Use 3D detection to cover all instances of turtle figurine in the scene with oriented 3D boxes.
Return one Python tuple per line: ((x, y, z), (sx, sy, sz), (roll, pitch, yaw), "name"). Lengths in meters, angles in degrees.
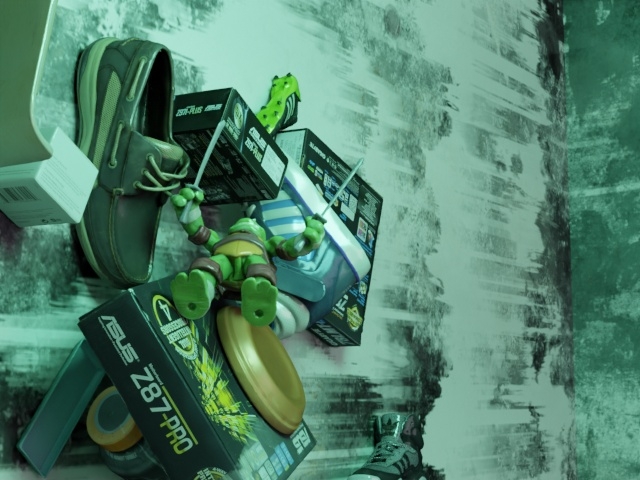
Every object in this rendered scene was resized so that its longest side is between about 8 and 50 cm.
((-0.104, -0.017, 1.871), (0.198, 0.275, 0.266), (36, 25, -13), "turtle figurine")

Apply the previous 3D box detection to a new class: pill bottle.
((-0.220, 0.287, 1.935), (0.246, 0.130, 0.130), (46, 48, -48), "pill bottle")

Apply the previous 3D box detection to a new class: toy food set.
((-0.375, -0.227, 1.644), (0.092, 0.219, 0.306), (35, 56, -53), "toy food set")

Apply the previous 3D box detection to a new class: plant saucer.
((-0.343, 0.219, 1.843), (0.067, 0.018, 0.192), (62, 38, -35), "plant saucer")
((-0.076, 0.174, 1.941), (0.200, 0.037, 0.200), (57, 10, -15), "plant saucer")

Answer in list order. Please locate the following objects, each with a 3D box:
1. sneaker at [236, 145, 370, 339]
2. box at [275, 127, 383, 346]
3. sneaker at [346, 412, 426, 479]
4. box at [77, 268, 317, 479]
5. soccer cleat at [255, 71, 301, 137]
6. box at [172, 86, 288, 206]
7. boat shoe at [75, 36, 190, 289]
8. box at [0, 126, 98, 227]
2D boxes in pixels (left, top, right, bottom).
((-0.103, 0.002, 2.186), (0.323, 0.236, 0.130), (49, -13, 9), "sneaker")
((0.000, 0.000, 2.415), (0.295, 0.073, 0.293), (39, 55, -52), "box")
((0.118, 0.391, 2.546), (0.268, 0.101, 0.153), (19, 69, -64), "sneaker")
((-0.153, 0.198, 1.880), (0.318, 0.097, 0.395), (61, 11, 2), "box")
((-0.069, -0.208, 2.337), (0.072, 0.060, 0.179), (65, 33, -34), "soccer cleat")
((-0.156, -0.137, 2.085), (0.180, 0.147, 0.078), (51, 44, -43), "box")
((-0.258, -0.111, 1.920), (0.132, 0.130, 0.355), (0, 86, -60), "boat shoe")
((-0.359, -0.080, 1.770), (0.102, 0.101, 0.087), (52, 43, -46), "box")
